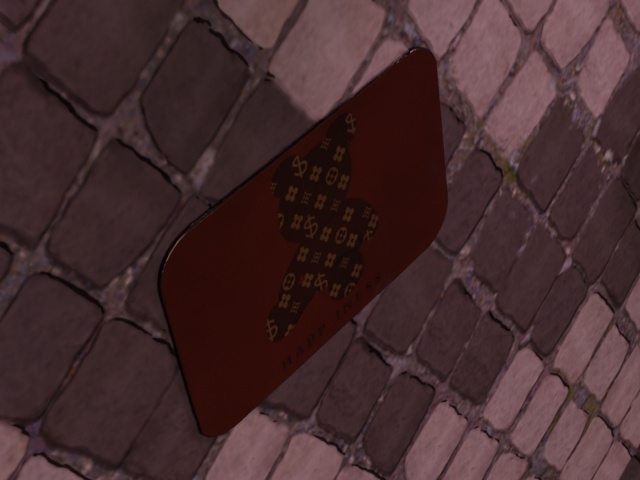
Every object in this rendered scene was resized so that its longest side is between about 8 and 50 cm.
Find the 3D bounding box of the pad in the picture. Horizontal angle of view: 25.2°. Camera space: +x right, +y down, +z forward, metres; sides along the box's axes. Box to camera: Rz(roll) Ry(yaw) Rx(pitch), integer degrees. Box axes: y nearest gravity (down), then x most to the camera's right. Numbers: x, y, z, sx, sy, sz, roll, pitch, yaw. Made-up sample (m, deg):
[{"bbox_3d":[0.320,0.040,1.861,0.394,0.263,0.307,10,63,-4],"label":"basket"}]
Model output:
[{"bbox_3d":[0.000,0.000,0.948,0.267,0.004,0.181,-42,142,-30],"label":"pad"}]
